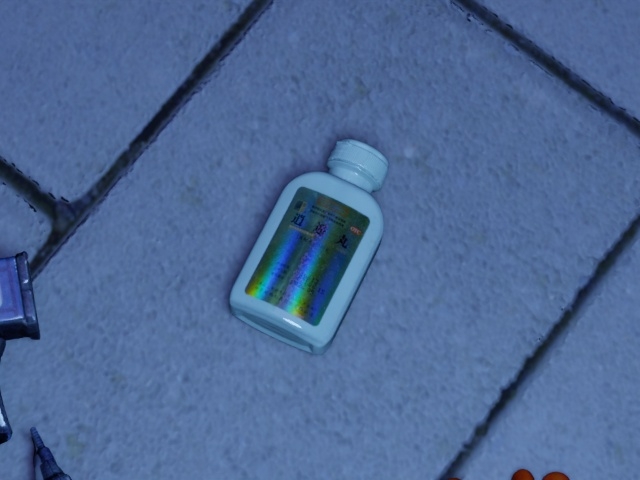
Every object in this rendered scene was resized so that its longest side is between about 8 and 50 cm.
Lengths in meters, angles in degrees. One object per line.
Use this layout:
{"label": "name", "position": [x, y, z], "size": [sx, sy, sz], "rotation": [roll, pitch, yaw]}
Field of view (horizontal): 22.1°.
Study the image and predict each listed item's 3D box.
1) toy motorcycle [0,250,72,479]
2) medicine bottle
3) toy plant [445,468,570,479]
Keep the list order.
{"label": "toy motorcycle", "position": [-0.355, 0.202, 1.684], "size": [0.213, 0.125, 0.358], "rotation": [-10, 75, -9]}
{"label": "medicine bottle", "position": [0.000, 0.000, 1.787], "size": [0.121, 0.083, 0.229], "rotation": [25, 73, 7]}
{"label": "toy plant", "position": [0.244, 0.382, 1.638], "size": [0.400, 0.185, 0.279], "rotation": [30, 80, 12]}
